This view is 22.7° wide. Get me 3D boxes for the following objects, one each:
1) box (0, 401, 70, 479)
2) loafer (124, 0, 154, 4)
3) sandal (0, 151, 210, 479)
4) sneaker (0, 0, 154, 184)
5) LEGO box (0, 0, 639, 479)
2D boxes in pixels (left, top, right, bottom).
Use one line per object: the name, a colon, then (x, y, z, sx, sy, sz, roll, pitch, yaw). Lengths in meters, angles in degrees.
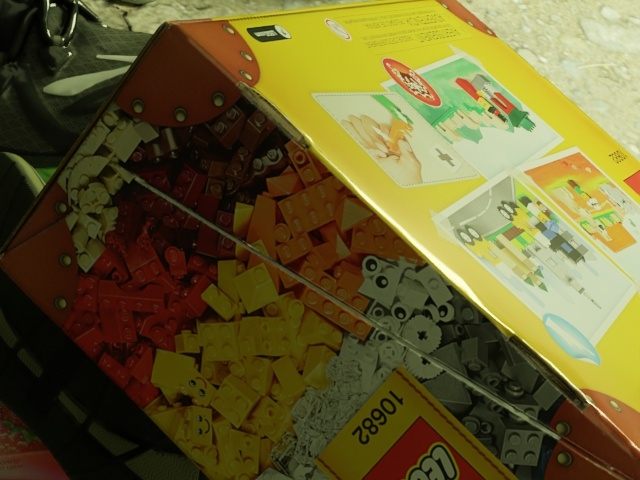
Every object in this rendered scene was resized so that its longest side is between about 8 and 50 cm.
box: (-0.156, 0.131, 1.167, 0.300, 0.154, 0.142, -3, 50, -30)
loafer: (-0.269, -0.323, 1.631, 0.251, 0.087, 0.094, 15, 42, -11)
sandal: (-0.158, 0.071, 1.050, 0.303, 0.120, 0.086, 51, 20, 23)
sneaker: (-0.292, -0.183, 1.329, 0.483, 0.202, 0.185, 16, 37, 10)
LEGO box: (0.086, 0.027, 1.093, 0.372, 0.193, 0.500, 44, 23, 10)
